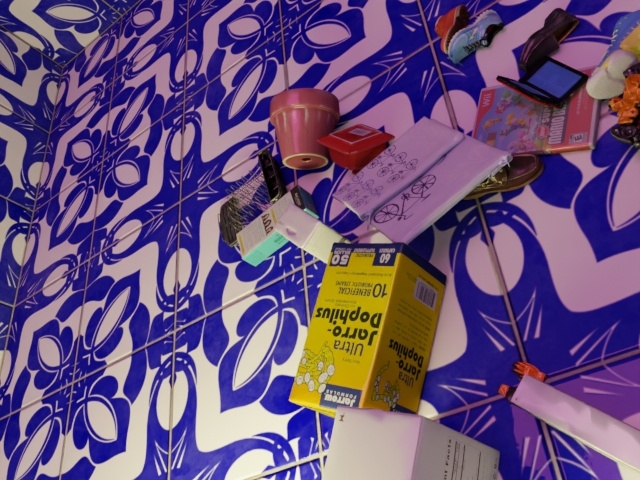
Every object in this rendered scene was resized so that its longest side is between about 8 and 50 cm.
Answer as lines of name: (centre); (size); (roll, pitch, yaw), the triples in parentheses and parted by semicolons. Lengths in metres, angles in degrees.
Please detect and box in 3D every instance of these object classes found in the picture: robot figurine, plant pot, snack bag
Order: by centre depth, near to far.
robot figurine: (0.691, -0.255, 1.204); (0.290, 0.085, 0.211); (5, 69, 43)
snack bag: (0.215, -0.143, 1.476); (0.323, 0.037, 0.342); (-39, 33, -3)
plant pot: (-0.044, -0.305, 1.824); (0.201, 0.201, 0.180); (-11, 74, 37)

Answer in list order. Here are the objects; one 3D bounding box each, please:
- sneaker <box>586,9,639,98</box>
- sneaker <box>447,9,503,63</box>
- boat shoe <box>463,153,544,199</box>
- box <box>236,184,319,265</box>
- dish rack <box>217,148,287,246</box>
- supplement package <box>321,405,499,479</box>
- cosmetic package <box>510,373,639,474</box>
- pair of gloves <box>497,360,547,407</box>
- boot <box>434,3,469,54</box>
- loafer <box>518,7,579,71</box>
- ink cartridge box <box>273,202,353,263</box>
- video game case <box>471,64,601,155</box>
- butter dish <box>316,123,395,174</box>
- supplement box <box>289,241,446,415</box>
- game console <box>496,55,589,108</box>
sneaker: (0.638, -0.396, 1.348); (0.240, 0.091, 0.126); (-38, 32, 10)
sneaker: (0.393, -0.510, 1.640); (0.162, 0.063, 0.073); (-42, 48, 14)
boat shoe: (0.380, -0.145, 1.424); (0.206, 0.073, 0.073); (-19, 50, 31)
box: (-0.124, -0.040, 1.816); (0.244, 0.060, 0.101); (-37, 47, 19)
dish rack: (-0.215, -0.118, 1.936); (0.271, 0.074, 0.208); (-36, 46, 20)
supplement package: (0.161, 0.412, 1.122); (0.177, 0.293, 0.176); (-5, 62, 41)
cosmetic package: (0.446, 0.308, 1.073); (0.239, 0.099, 0.061); (24, 83, 46)
pair of gloves: (0.379, 0.271, 1.219); (0.074, 0.010, 0.083); (26, 85, 47)
boot: (0.337, -0.550, 1.721); (0.084, 0.059, 0.158); (-5, 54, 43)
loafer: (0.524, -0.459, 1.494); (0.170, 0.062, 0.061); (-54, 48, 4)
ink cartridge box: (0.000, 0.000, 1.587); (0.139, 0.190, 0.082); (35, 90, 47)
video game case: (0.477, -0.278, 1.449); (0.285, 0.025, 0.204); (-3, 63, 41)
butter dish: (0.096, -0.228, 1.702); (0.159, 0.118, 0.160); (-24, 33, -27)
supplement box: (0.106, 0.201, 1.369); (0.194, 0.195, 0.357); (-1, 66, 41)
game console: (0.482, -0.355, 1.416); (0.144, 0.124, 0.085); (51, 127, 47)
